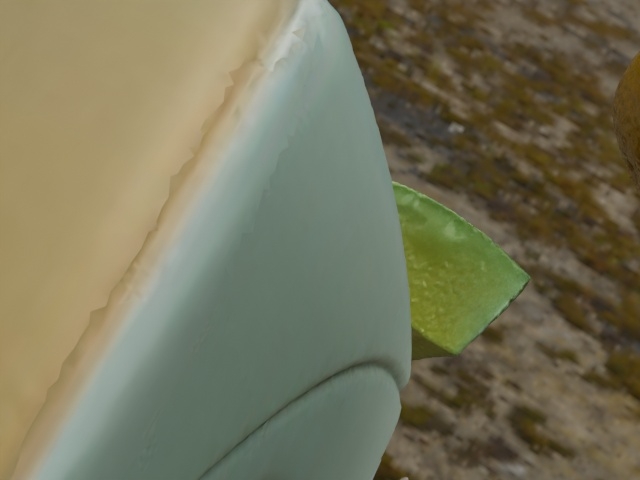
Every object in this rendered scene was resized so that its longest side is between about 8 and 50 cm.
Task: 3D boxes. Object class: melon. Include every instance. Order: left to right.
[{"bbox_3d":[0.000,0.000,1.223,0.323,0.196,0.124,27,62,-22],"label":"melon"}]

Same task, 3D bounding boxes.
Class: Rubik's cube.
[{"bbox_3d":[-0.190,0.065,0.508,0.352,0.351,0.347,24,67,15],"label":"Rubik's cube"}]

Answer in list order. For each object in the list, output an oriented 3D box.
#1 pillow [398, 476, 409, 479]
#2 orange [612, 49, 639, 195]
[{"bbox_3d":[0.109,0.377,1.520,0.067,0.270,0.173,-4,63,11],"label":"pillow"},{"bbox_3d":[0.379,-0.109,1.249,0.236,0.236,0.236,22,26,-12],"label":"orange"}]
